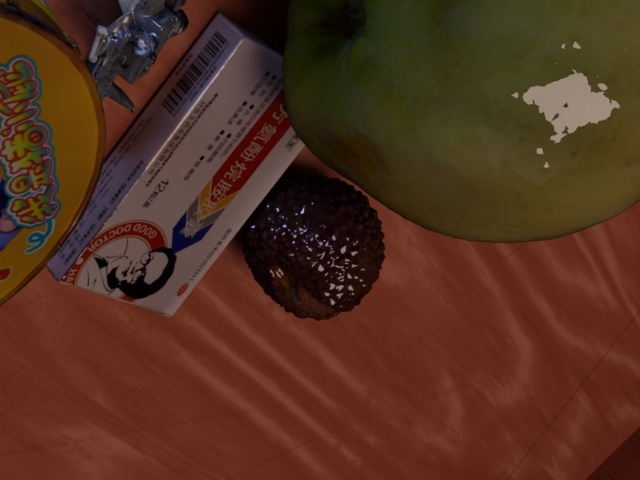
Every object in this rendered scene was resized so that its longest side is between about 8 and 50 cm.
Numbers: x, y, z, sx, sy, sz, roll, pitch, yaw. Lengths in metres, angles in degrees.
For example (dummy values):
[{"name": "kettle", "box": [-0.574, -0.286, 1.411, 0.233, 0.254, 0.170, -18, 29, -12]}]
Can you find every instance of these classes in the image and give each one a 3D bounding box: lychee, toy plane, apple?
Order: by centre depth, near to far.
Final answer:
[{"name": "toy plane", "box": [-0.199, -0.195, 1.643, 0.192, 0.088, 0.262, -48, 164, -52]}, {"name": "apple", "box": [0.192, -0.215, 1.735, 0.474, 0.473, 0.473, -28, 143, -24]}, {"name": "lychee", "box": [0.000, 0.000, 1.993, 0.188, 0.188, 0.188, -28, 143, -24]}]

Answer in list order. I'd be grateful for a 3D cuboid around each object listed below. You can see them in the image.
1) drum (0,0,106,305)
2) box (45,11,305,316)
[{"name": "drum", "box": [-0.399, -0.097, 1.259, 0.431, 0.214, 0.431, -24, 146, -17]}, {"name": "box", "box": [-0.149, -0.079, 1.843, 0.353, 0.069, 0.214, -50, 146, 11]}]
